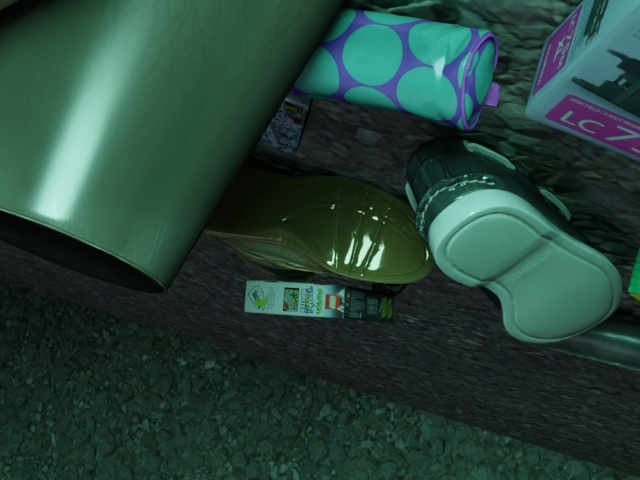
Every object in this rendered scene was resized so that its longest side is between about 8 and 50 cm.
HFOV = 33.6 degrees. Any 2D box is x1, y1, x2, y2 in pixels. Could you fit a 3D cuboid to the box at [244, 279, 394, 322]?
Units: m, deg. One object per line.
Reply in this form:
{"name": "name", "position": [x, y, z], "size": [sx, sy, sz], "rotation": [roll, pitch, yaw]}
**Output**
{"name": "box", "position": [0.004, 0.071, 1.209], "size": [0.114, 0.036, 0.207], "rotation": [3, 175, 19]}

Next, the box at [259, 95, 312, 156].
{"name": "box", "position": [-0.055, -0.116, 0.880], "size": [0.094, 0.027, 0.137], "rotation": [19, 167, -2]}

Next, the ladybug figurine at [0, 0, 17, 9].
{"name": "ladybug figurine", "position": [-0.296, -0.197, 0.455], "size": [0.449, 0.162, 0.305], "rotation": [-4, 162, 19]}

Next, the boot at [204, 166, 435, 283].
{"name": "boot", "position": [0.000, 0.000, 1.123], "size": [0.262, 0.095, 0.203], "rotation": [11, 169, 11]}

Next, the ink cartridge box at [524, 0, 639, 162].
{"name": "ink cartridge box", "position": [0.231, -0.092, 0.483], "size": [0.186, 0.065, 0.311], "rotation": [21, 165, -3]}

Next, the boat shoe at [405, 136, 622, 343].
{"name": "boat shoe", "position": [0.170, 0.003, 0.899], "size": [0.114, 0.091, 0.302], "rotation": [-31, 145, 13]}

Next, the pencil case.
{"name": "pencil case", "position": [0.035, -0.113, 0.677], "size": [0.151, 0.064, 0.070], "rotation": [14, 171, 23]}

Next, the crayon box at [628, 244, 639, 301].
{"name": "crayon box", "position": [0.387, 0.063, 0.818], "size": [0.278, 0.081, 0.165], "rotation": [31, 163, -37]}

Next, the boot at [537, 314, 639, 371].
{"name": "boot", "position": [0.332, 0.104, 1.124], "size": [0.208, 0.076, 0.189], "rotation": [23, 166, 21]}

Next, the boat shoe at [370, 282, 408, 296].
{"name": "boat shoe", "position": [0.087, 0.049, 1.303], "size": [0.046, 0.038, 0.125], "rotation": [22, 167, -8]}

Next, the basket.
{"name": "basket", "position": [-0.101, -0.098, 0.584], "size": [0.204, 0.227, 0.154], "rotation": [22, 167, -10]}
